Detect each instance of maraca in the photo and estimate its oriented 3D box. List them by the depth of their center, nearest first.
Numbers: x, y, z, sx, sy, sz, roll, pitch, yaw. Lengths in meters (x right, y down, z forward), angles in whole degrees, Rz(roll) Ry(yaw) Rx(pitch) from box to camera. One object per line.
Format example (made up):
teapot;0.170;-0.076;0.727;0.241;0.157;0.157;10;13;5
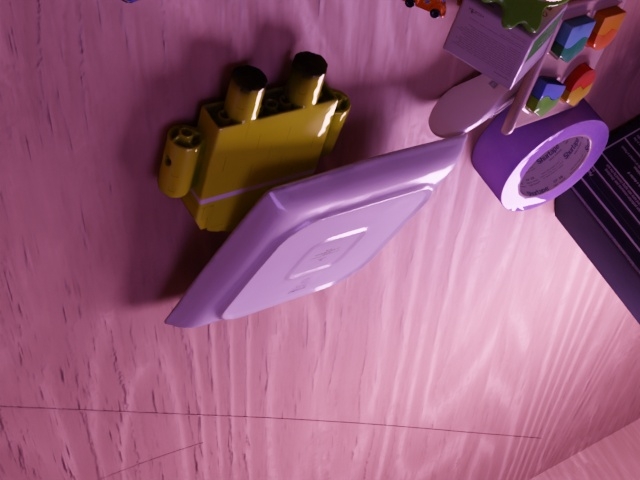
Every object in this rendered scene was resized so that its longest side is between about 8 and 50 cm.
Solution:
maraca;0.254;-0.324;1.634;0.186;0.127;0.099;-49;-163;-17

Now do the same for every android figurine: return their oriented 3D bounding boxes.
android figurine;-0.078;-0.107;1.695;0.248;0.056;0.273;-19;148;-29

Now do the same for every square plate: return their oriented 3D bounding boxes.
square plate;0.000;0.000;1.877;0.347;0.049;0.344;-17;159;-38

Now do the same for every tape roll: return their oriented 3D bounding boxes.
tape roll;0.320;-0.134;2.064;0.189;0.080;0.189;-26;152;-15

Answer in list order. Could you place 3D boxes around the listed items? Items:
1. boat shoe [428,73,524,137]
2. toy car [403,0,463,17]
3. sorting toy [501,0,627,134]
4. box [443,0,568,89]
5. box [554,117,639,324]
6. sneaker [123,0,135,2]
boat shoe;0.225;-0.194;1.892;0.184;0.066;0.063;-43;152;-4
toy car;0.139;-0.297;1.667;0.122;0.060;0.040;-40;158;-59
sorting toy;0.332;-0.237;1.877;0.208;0.038;0.193;-26;146;-46
box;0.221;-0.258;1.701;0.101;0.102;0.087;-46;166;-40
box;0.571;-0.044;2.253;0.294;0.296;0.183;-29;153;-8
sneaker;-0.112;-0.286;1.364;0.221;0.083;0.087;-17;162;-20
